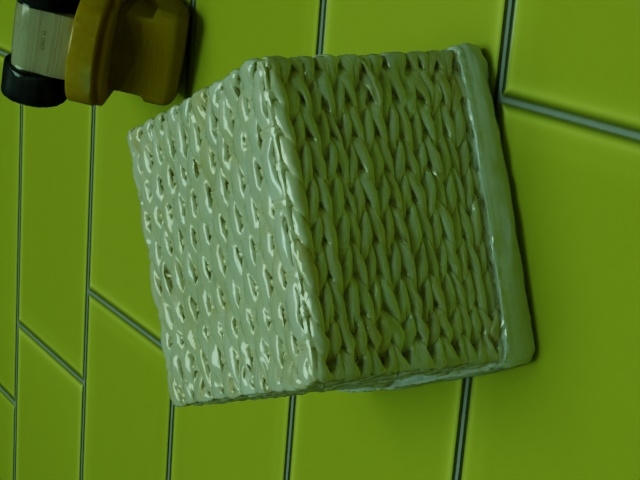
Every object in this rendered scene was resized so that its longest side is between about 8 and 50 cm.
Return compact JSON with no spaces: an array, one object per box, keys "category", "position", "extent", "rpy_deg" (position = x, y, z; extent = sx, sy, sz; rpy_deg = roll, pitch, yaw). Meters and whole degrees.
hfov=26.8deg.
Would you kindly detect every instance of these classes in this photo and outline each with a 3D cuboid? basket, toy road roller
[{"category":"basket","position":[0.000,0.000,1.365],"extent":[0.328,0.267,0.331],"rpy_deg":[-18,81,57]},{"category":"toy road roller","position":[-0.297,-0.305,1.909],"extent":[0.329,0.241,0.202],"rpy_deg":[-74,-2,-62]}]
